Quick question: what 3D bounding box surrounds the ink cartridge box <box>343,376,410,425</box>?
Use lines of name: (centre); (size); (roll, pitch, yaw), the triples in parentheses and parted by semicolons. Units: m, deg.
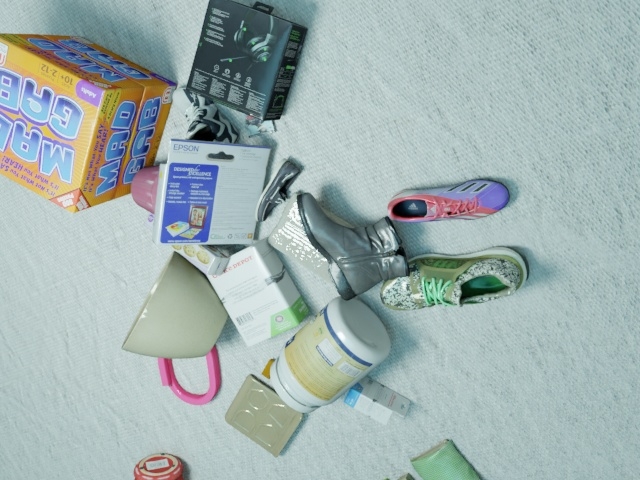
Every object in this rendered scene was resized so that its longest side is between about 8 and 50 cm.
ink cartridge box: (0.171, 0.485, 1.878); (0.180, 0.104, 0.060); (28, 112, 9)

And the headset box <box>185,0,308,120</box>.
headset box: (-0.197, -0.498, 1.681); (0.246, 0.131, 0.283); (22, 108, 12)

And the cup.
cup: (-0.422, 0.230, 1.907); (0.237, 0.331, 0.331); (29, 114, -13)

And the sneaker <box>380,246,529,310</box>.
sneaker: (0.344, 0.119, 1.668); (0.410, 0.182, 0.158); (-15, 101, 22)

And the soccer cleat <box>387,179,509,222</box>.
soccer cleat: (0.333, -0.093, 1.643); (0.318, 0.116, 0.108); (-3, 105, 19)

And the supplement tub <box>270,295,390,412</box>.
supplement tub: (0.023, 0.336, 1.813); (0.228, 0.228, 0.316); (46, 114, 1)

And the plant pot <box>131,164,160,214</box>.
plant pot: (-0.455, -0.147, 1.858); (0.180, 0.201, 0.201); (13, 110, 31)

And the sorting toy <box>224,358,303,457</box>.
sorting toy: (-0.166, 0.540, 2.046); (0.229, 0.041, 0.307); (34, 113, 11)

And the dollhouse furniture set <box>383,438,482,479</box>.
dollhouse furniture set: (0.327, 0.778, 1.888); (0.301, 0.151, 0.197); (-41, 91, 24)

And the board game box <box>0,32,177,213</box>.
board game box: (-0.692, -0.346, 1.775); (0.356, 0.356, 0.356); (27, 112, 9)

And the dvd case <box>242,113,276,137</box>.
dvd case: (-0.182, -0.361, 1.789); (0.087, 0.013, 0.119); (-8, 104, 20)

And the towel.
towel: (0.000, 0.000, 1.821); (0.282, 0.049, 0.187); (33, 112, 8)

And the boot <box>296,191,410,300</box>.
boot: (0.095, -0.019, 1.712); (0.223, 0.118, 0.338); (-27, 101, 16)

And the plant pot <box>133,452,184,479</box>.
plant pot: (-0.570, 0.865, 2.192); (0.191, 0.191, 0.174); (8, 105, 16)

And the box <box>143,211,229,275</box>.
box: (-0.409, 0.001, 1.878); (0.324, 0.063, 0.067); (34, 102, 31)

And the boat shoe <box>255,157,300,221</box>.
boat shoe: (-0.125, -0.134, 1.806); (0.065, 0.075, 0.206); (31, 108, 11)

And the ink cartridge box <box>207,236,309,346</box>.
ink cartridge box: (-0.191, 0.155, 1.892); (0.198, 0.115, 0.272); (-26, 96, 23)

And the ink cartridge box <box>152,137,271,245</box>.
ink cartridge box: (-0.309, -0.136, 1.764); (0.072, 0.304, 0.307); (35, 119, 51)

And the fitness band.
fitness band: (-0.441, 0.419, 2.089); (0.209, 0.054, 0.290); (0, 107, 18)

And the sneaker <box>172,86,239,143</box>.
sneaker: (-0.354, -0.345, 1.775); (0.094, 0.153, 0.235); (-41, 90, 23)
